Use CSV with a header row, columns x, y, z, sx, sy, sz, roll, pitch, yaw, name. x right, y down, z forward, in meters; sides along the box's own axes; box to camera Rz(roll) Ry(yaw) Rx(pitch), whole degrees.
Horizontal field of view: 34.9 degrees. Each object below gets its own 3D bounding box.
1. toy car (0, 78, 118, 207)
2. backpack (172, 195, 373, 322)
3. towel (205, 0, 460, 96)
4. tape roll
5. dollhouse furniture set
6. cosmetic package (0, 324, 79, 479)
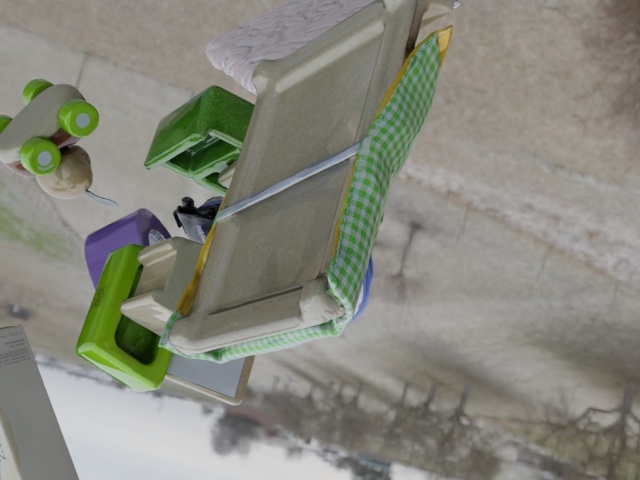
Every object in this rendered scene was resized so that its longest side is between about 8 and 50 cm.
x,y,z,sx,sy,sz,roll,pitch,yaw,name
-0.367,-0.121,1.490,0.155,0.149,0.188,29,161,46,toy car
-0.044,0.032,1.447,0.213,0.276,0.263,-23,-174,-31,backpack
0.006,-0.309,1.474,0.317,0.053,0.332,-27,-157,-8,towel
-0.230,0.057,1.355,0.080,0.189,0.189,-26,162,7,tape roll
0.000,0.000,0.614,0.151,0.197,0.301,27,155,-27,dollhouse furniture set
-0.472,0.297,1.487,0.160,0.309,0.113,-26,172,26,cosmetic package
